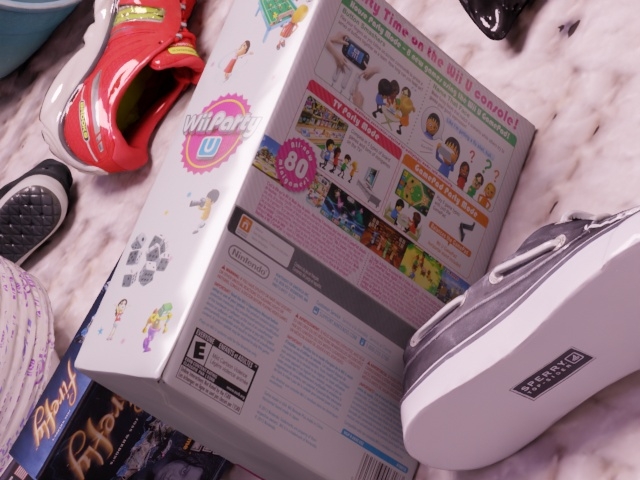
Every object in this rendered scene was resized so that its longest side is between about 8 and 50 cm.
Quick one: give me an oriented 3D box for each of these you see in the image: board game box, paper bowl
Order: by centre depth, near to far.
[{"bbox_3d":[0.000,0.000,1.281,0.097,0.224,0.303,1,62,48],"label":"board game box"},{"bbox_3d":[-0.093,0.073,1.367,0.042,0.165,0.243,37,100,42],"label":"board game box"},{"bbox_3d":[-0.331,0.144,1.649,0.284,0.148,0.284,-32,40,31],"label":"paper bowl"}]

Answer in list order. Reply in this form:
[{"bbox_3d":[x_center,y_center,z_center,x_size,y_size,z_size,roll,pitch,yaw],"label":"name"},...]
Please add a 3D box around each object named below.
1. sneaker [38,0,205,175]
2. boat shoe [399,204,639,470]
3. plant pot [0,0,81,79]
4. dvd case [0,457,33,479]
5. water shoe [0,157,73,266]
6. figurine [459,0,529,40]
[{"bbox_3d":[-0.145,-0.181,1.762,0.118,0.107,0.279,14,76,36],"label":"sneaker"},{"bbox_3d":[0.162,0.029,1.174,0.301,0.108,0.102,-40,37,34],"label":"boat shoe"},{"bbox_3d":[-0.398,-0.262,1.996,0.255,0.272,0.271,-48,32,39],"label":"plant pot"},{"bbox_3d":[-0.188,0.160,1.457,0.029,0.179,0.238,35,93,12],"label":"dvd case"},{"bbox_3d":[-0.307,-0.001,1.831,0.203,0.073,0.080,-33,18,24],"label":"water shoe"},{"bbox_3d":[0.149,-0.274,1.466,0.215,0.092,0.209,-49,42,10],"label":"figurine"}]
